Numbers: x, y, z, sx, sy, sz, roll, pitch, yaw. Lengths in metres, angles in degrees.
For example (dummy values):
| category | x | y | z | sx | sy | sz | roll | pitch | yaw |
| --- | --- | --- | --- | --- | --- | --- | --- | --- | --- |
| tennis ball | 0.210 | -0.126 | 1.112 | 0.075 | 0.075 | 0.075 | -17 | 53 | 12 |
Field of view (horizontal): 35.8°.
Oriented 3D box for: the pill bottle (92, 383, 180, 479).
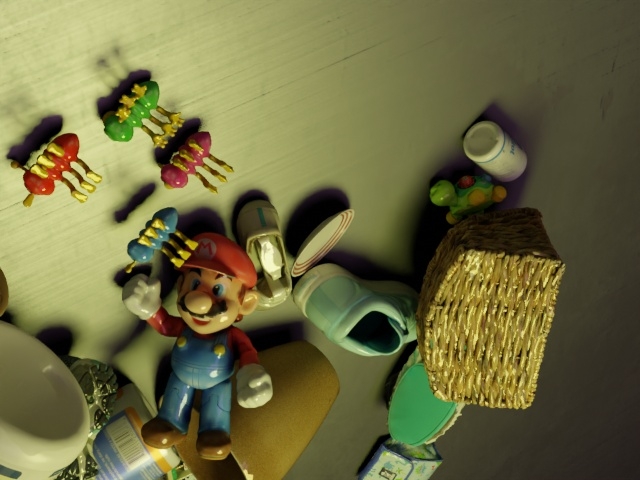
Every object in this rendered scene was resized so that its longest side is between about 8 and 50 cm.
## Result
| category | x | y | z | sx | sy | sz | roll | pitch | yaw |
| --- | --- | --- | --- | --- | --- | --- | --- | --- | --- |
| pill bottle | -0.368 | 0.352 | 1.527 | 0.272 | 0.152 | 0.152 | -31 | 142 | -9 |

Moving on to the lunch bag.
| category | x | y | z | sx | sy | sz | roll | pitch | yaw |
| --- | --- | --- | --- | --- | --- | --- | --- | --- | --- |
| lunch bag | 0.171 | 0.491 | 2.166 | 0.151 | 0.096 | 0.129 | 10 | 125 | -28 |

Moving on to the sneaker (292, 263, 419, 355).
| category | x | y | z | sx | sy | sz | roll | pitch | yaw |
| --- | --- | --- | --- | --- | --- | --- | --- | --- | --- |
| sneaker | 0.099 | 0.152 | 1.705 | 0.366 | 0.150 | 0.135 | 16 | 118 | -51 |

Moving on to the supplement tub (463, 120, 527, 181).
| category | x | y | z | sx | sy | sz | roll | pitch | yaw |
| --- | --- | --- | --- | --- | --- | --- | --- | --- | --- |
| supplement tub | 0.287 | -0.146 | 1.628 | 0.071 | 0.071 | 0.107 | -48 | 142 | 12 |

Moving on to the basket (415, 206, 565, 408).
| category | x | y | z | sx | sy | sz | roll | pitch | yaw |
| --- | --- | --- | --- | --- | --- | --- | --- | --- | --- |
| basket | 0.269 | 0.105 | 1.694 | 0.213 | 0.223 | 0.299 | 6 | 115 | -2 |

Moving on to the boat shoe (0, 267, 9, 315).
| category | x | y | z | sx | sy | sz | roll | pitch | yaw |
| --- | --- | --- | --- | --- | --- | --- | --- | --- | --- |
| boat shoe | -0.540 | 0.069 | 1.150 | 0.341 | 0.122 | 0.110 | -1 | 164 | -39 |

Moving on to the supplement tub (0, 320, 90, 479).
| category | x | y | z | sx | sy | sz | roll | pitch | yaw |
| --- | --- | --- | --- | --- | --- | --- | --- | --- | --- |
| supplement tub | -0.484 | 0.283 | 1.282 | 0.325 | 0.235 | 0.235 | -44 | 143 | 15 |

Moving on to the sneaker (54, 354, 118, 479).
| category | x | y | z | sx | sy | sz | roll | pitch | yaw |
| --- | --- | --- | --- | --- | --- | --- | --- | --- | --- |
| sneaker | -0.385 | 0.299 | 1.424 | 0.110 | 0.122 | 0.283 | 27 | 80 | -54 |

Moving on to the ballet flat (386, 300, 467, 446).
| category | x | y | z | sx | sy | sz | roll | pitch | yaw |
| --- | --- | --- | --- | --- | --- | --- | --- | --- | --- |
| ballet flat | 0.256 | 0.222 | 1.917 | 0.147 | 0.147 | 0.409 | -2 | 124 | -38 |

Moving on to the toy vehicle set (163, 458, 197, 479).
| category | x | y | z | sx | sy | sz | roll | pitch | yaw |
| --- | --- | --- | --- | --- | --- | --- | --- | --- | --- |
| toy vehicle set | -0.205 | 0.424 | 1.828 | 0.166 | 0.035 | 0.267 | -22 | 139 | -20 |

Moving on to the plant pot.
| category | x | y | z | sx | sy | sz | roll | pitch | yaw |
| --- | --- | --- | --- | --- | --- | --- | --- | --- | --- |
| plant pot | -0.097 | 0.284 | 1.650 | 0.254 | 0.237 | 0.237 | -35 | 145 | -31 |

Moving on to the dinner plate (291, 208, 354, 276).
| category | x | y | z | sx | sy | sz | roll | pitch | yaw |
| --- | --- | --- | --- | --- | --- | --- | --- | --- | --- |
| dinner plate | 0.000 | 0.000 | 1.552 | 0.141 | 0.017 | 0.141 | -43 | 165 | -14 |

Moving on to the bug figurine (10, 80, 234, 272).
| category | x | y | z | sx | sy | sz | roll | pitch | yaw |
| --- | --- | --- | --- | --- | --- | --- | --- | --- | --- |
| bug figurine | -0.240 | -0.084 | 1.257 | 0.216 | 0.072 | 0.279 | -47 | 138 | 1 |

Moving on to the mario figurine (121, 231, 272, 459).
| category | x | y | z | sx | sy | sz | roll | pitch | yaw |
| --- | --- | --- | --- | --- | --- | --- | --- | --- | --- |
| mario figurine | -0.178 | 0.148 | 1.406 | 0.198 | 0.170 | 0.321 | 5 | 96 | -28 |

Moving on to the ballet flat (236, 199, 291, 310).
| category | x | y | z | sx | sy | sz | roll | pitch | yaw |
| --- | --- | --- | --- | --- | --- | --- | --- | --- | --- |
| ballet flat | -0.082 | 0.046 | 1.509 | 0.086 | 0.086 | 0.248 | -26 | 141 | -16 |

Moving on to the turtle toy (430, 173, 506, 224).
| category | x | y | z | sx | sy | sz | roll | pitch | yaw |
| --- | --- | --- | --- | --- | --- | --- | --- | --- | --- |
| turtle toy | 0.242 | -0.075 | 1.663 | 0.130 | 0.066 | 0.095 | -9 | 159 | -33 |

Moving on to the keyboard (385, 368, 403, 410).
| category | x | y | z | sx | sy | sz | roll | pitch | yaw |
| --- | --- | --- | --- | --- | --- | --- | --- | --- | --- |
| keyboard | 0.275 | 0.280 | 2.083 | 0.317 | 0.033 | 0.201 | -26 | 141 | -16 |
